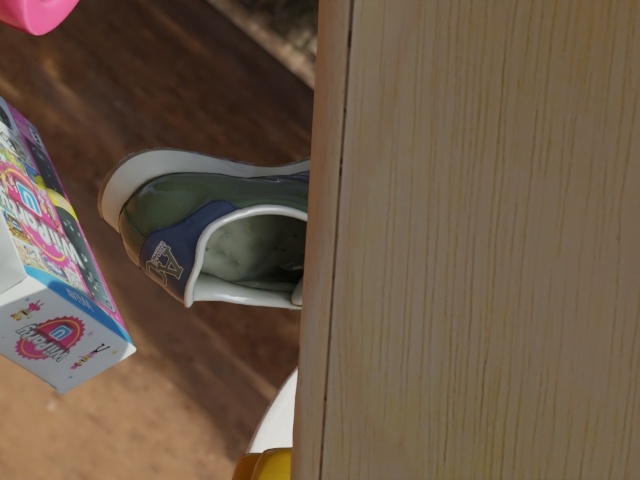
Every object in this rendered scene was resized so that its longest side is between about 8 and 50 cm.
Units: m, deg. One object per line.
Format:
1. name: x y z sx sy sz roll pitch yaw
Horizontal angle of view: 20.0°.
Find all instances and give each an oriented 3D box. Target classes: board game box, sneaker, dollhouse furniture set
1. board game box: -0.319 -0.021 1.798 0.303 0.097 0.224 64 9 29
2. sneaker: 0.000 0.000 0.836 0.192 0.064 0.086 -2 34 -27
3. dollhouse furniture set: 0.176 -0.060 0.597 0.362 0.256 0.394 25 37 31

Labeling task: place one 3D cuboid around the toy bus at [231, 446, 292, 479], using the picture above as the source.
1. toy bus: -0.019 0.251 0.775 0.108 0.333 0.130 -1 -20 24

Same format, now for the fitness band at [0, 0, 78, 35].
1. fitness band: -0.169 -0.270 1.259 0.054 0.209 0.291 19 44 4

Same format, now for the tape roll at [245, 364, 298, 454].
1. tape roll: 0.122 0.231 1.440 0.392 0.392 0.072 40 -9 3
